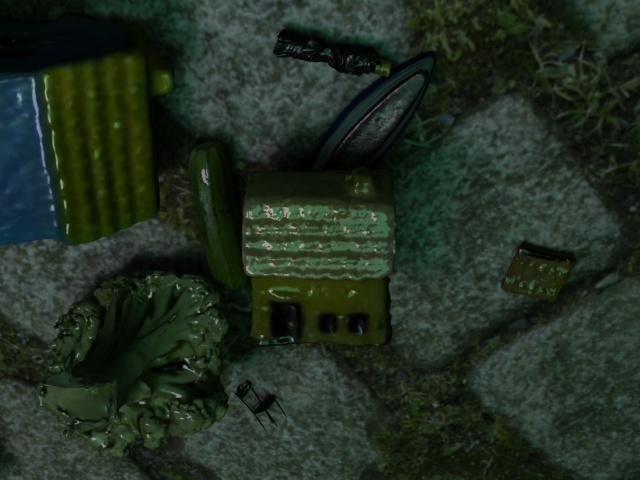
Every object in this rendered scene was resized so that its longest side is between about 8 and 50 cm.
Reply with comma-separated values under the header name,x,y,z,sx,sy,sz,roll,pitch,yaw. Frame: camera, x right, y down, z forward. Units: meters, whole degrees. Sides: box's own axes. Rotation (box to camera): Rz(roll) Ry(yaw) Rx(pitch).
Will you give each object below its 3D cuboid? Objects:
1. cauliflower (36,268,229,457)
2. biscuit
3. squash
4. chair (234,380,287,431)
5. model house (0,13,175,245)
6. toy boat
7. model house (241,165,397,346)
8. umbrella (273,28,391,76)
name,x,y,z,sx,sy,sz,roll,pitch,yaw
cauliflower,-0.254,0.193,1.150,0.260,0.281,0.327,29,116,-18
biscuit,0.303,0.046,1.150,0.083,0.018,0.081,13,124,-2
squash,-0.135,-0.027,1.123,0.066,0.066,0.229,-3,121,8
chair,-0.095,0.263,1.328,0.086,0.042,0.037,49,120,17
model house,-0.324,-0.137,0.989,0.303,0.216,0.237,-2,123,-7
toy boat,0.067,-0.145,1.038,0.080,0.046,0.229,38,121,-12
model house,0.000,0.000,1.051,0.193,0.175,0.234,2,127,5
umbrella,0.015,-0.223,0.994,0.143,0.040,0.037,12,115,-3
